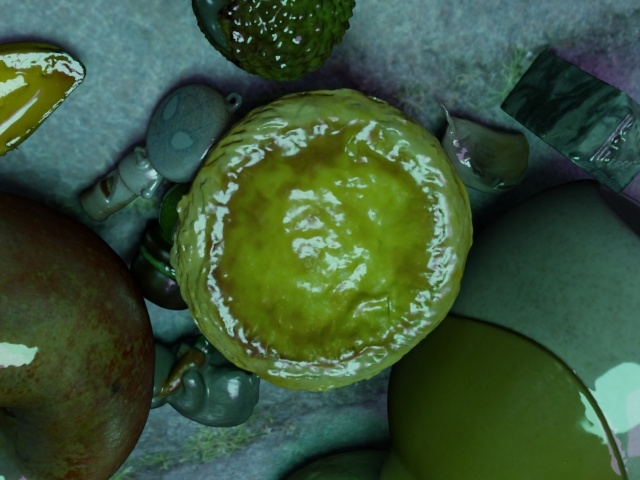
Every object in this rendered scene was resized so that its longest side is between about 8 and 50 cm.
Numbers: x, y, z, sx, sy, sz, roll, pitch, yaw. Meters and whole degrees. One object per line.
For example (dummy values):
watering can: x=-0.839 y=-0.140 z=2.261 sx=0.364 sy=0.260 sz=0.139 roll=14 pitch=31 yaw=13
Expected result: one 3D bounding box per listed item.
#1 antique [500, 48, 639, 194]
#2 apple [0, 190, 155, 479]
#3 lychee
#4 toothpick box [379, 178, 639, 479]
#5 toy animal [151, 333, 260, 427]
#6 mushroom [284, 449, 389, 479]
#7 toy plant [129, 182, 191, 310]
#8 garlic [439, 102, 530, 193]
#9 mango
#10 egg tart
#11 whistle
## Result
antique: x=0.293 y=-0.133 z=0.860 sx=0.086 sy=0.183 sz=0.088 roll=28 pitch=108 yaw=-27
apple: x=-0.339 y=0.118 z=0.768 sx=0.348 sy=0.277 sz=0.349 roll=-8 pitch=121 yaw=-14
lychee: x=-0.038 y=-0.235 z=0.733 sx=0.171 sy=0.171 sz=0.171 roll=-7 pitch=120 yaw=-12
toothpick box: x=0.291 y=0.183 z=0.899 sx=0.408 sy=0.409 sz=0.425 roll=24 pitch=116 yaw=-26
toy animal: x=-0.185 y=0.173 z=0.939 sx=0.236 sy=0.108 sz=0.138 roll=-4 pitch=119 yaw=-13
mushroom: x=0.048 y=0.418 z=1.139 sx=0.217 sy=0.211 sz=0.292 roll=-29 pitch=121 yaw=-52
toy plant: x=-0.146 y=-0.006 z=0.863 sx=0.092 sy=0.093 sz=0.162 roll=21 pitch=108 yaw=-25
garlic: x=0.184 y=-0.102 z=0.923 sx=0.152 sy=0.066 sz=0.084 roll=12 pitch=87 yaw=-25
mango: x=-0.321 y=-0.138 z=0.757 sx=0.187 sy=0.066 sz=0.101 roll=-30 pitch=114 yaw=-4
egg tart: x=0.000 y=0.000 z=0.810 sx=0.318 sy=0.128 sz=0.319 roll=-1 pitch=103 yaw=-6
whistle: x=-0.164 y=-0.088 z=0.815 sx=0.220 sy=0.107 sz=0.057 roll=-33 pitch=149 yaw=18
